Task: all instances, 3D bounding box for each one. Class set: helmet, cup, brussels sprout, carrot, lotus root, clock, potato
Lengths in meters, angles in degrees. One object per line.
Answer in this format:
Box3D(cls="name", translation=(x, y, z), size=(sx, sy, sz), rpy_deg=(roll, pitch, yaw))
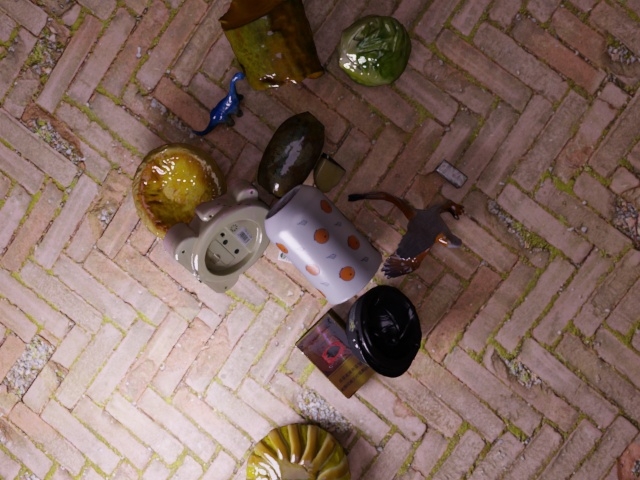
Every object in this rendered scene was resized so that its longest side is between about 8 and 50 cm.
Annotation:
Box3D(cls="helmet", translation=(0.170, 0.278, 1.554), size=(0.230, 0.160, 0.279), rpy_deg=(29, 58, -20))
Box3D(cls="cup", translation=(0.000, 0.000, 1.509), size=(0.212, 0.212, 0.317), rpy_deg=(-41, 106, 5))
Box3D(cls="brussels sprout", translation=(0.160, -0.560, 1.542), size=(0.223, 0.161, 0.223), rpy_deg=(3, 116, 6))
Box3D(cls="carrot", translation=(-0.143, -0.590, 1.489), size=(0.241, 0.241, 0.341), rpy_deg=(-22, 114, 5))
Box3D(cls="lotus root", translation=(-0.088, -0.260, 1.572), size=(0.160, 0.152, 0.275), rpy_deg=(31, 94, 8))
Box3D(cls="clock", translation=(-0.274, -0.013, 1.546), size=(0.309, 0.284, 0.114), rpy_deg=(-45, 50, -7))
Box3D(cls="potato", translation=(0.010, -0.206, 1.606), size=(0.096, 0.066, 0.103), rpy_deg=(37, 89, -37))

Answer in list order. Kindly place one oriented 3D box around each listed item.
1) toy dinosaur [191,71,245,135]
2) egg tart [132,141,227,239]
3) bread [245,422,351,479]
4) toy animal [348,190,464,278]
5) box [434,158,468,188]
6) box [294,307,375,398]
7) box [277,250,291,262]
Box3D(cls="toy dinosaur", translation=(-0.305, -0.401, 1.563), size=(0.247, 0.188, 0.075), rpy_deg=(-33, 83, 6))
Box3D(cls="egg tart", translation=(-0.425, -0.142, 1.615), size=(0.318, 0.128, 0.319), rpy_deg=(0, 93, 6))
Box3D(cls="bread", translation=(-0.077, 0.728, 1.618), size=(0.332, 0.160, 0.333), rpy_deg=(0, 91, 4))
Box3D(cls="toy animal", translation=(0.278, -0.065, 1.595), size=(0.301, 0.225, 0.284), rpy_deg=(-22, 70, -8))
Box3D(cls="box", translation=(0.398, -0.202, 1.585), size=(0.098, 0.062, 0.045), rpy_deg=(37, 96, 0))
Box3D(cls="box", translation=(0.057, 0.356, 1.635), size=(0.159, 0.071, 0.240), rpy_deg=(-44, 90, 7))
Box3D(cls="box", translation=(-0.077, 0.011, 1.638), size=(0.089, 0.043, 0.125), rpy_deg=(15, 94, 3))
